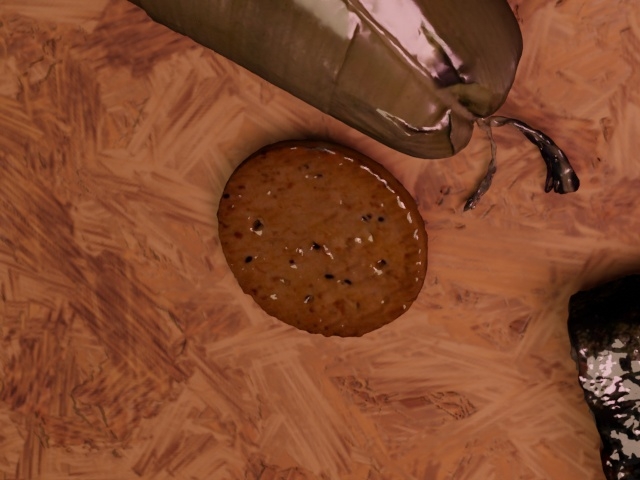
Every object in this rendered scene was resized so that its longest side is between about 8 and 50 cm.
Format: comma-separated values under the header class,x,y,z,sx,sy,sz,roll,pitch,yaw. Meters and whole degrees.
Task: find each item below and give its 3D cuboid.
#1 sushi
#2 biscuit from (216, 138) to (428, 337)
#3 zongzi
class,x,y,z,sx,sy,sz,roll,pitch,yaw
sushi,0.277,0.132,0.882,0.127,0.124,0.225,-15,100,19
biscuit,0.000,-0.001,0.944,0.187,0.027,0.188,11,123,17
zongzi,0.067,-0.245,0.771,0.447,0.181,0.418,31,115,-1
